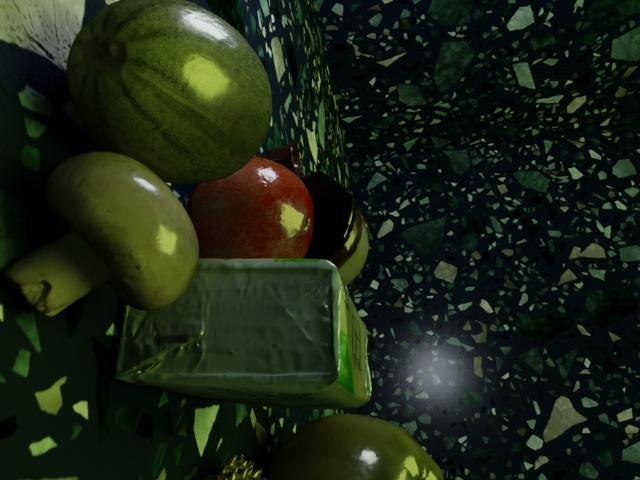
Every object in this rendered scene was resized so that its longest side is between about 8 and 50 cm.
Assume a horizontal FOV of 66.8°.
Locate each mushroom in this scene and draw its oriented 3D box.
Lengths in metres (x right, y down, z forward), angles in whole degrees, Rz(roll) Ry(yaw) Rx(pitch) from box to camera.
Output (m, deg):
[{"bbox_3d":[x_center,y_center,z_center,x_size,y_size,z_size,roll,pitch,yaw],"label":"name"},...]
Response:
[{"bbox_3d":[-0.252,0.007,0.562,0.204,0.204,0.204,-5,90,-80],"label":"mushroom"}]

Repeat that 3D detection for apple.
[{"bbox_3d":[0.081,0.670,1.241,0.473,0.473,0.474,-5,90,-80],"label":"apple"}]

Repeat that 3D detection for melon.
[{"bbox_3d":[-0.200,-0.204,0.689,0.329,0.248,0.249,-9,94,-78],"label":"melon"}]

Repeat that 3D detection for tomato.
[{"bbox_3d":[-0.131,-0.042,0.982,0.265,0.264,0.265,-5,90,-80],"label":"tomato"}]

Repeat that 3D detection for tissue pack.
[{"bbox_3d":[-0.095,0.178,0.845,0.405,0.331,0.205,65,25,-65],"label":"tissue pack"}]

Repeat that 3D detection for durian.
[{"bbox_3d":[-0.167,0.513,0.910,0.172,0.166,0.306,57,-4,17],"label":"durian"}]

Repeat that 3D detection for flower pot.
[{"bbox_3d":[-0.120,-0.262,1.574,0.111,0.089,0.111,-5,90,-79],"label":"flower pot"}]

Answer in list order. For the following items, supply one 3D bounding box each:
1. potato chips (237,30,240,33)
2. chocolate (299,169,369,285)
[{"bbox_3d":[-0.219,-0.426,1.212,0.202,0.049,0.150,76,19,-52],"label":"potato chips"},{"bbox_3d":[0.000,0.000,1.160,0.186,0.283,0.284,34,48,-46],"label":"chocolate"}]
